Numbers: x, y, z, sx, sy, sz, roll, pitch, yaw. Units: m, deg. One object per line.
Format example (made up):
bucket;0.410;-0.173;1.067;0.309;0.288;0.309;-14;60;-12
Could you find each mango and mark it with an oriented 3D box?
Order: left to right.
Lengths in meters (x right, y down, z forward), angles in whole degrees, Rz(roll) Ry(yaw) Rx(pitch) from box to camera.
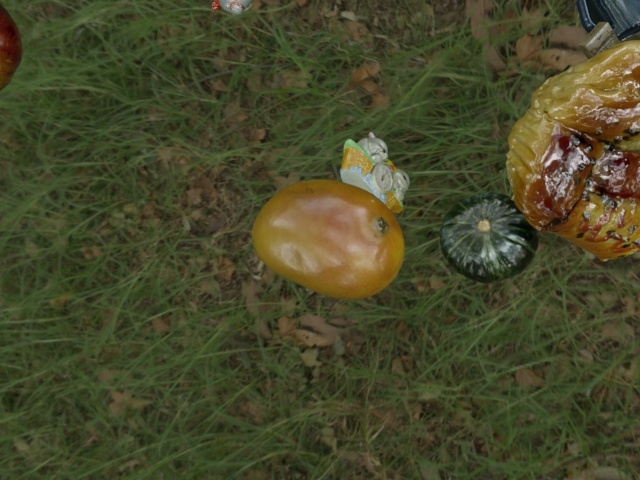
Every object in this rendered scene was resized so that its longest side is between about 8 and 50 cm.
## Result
mango;0.001;-0.005;0.674;0.220;0.120;0.152;16;127;33

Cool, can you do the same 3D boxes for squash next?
squash;0.382;-0.005;1.209;0.218;0.172;0.218;-14;53;18

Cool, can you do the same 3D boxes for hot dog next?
hot dog;0.517;-0.159;0.942;0.365;0.196;0.368;19;115;-27

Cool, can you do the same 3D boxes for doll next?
doll;-0.150;-0.568;1.154;0.244;0.076;0.143;-23;62;34

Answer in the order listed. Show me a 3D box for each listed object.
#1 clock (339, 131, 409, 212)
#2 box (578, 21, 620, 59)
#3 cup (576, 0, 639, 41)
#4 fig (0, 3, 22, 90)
clock;0.132;-0.152;1.250;0.103;0.144;0.231;-5;131;48
box;0.503;-0.338;0.942;0.083;0.024;0.053;36;100;-29
cup;0.590;-0.477;1.082;0.150;0.113;0.138;-28;86;13
fig;-0.536;-0.281;0.732;0.174;0.207;0.175;2;98;17
